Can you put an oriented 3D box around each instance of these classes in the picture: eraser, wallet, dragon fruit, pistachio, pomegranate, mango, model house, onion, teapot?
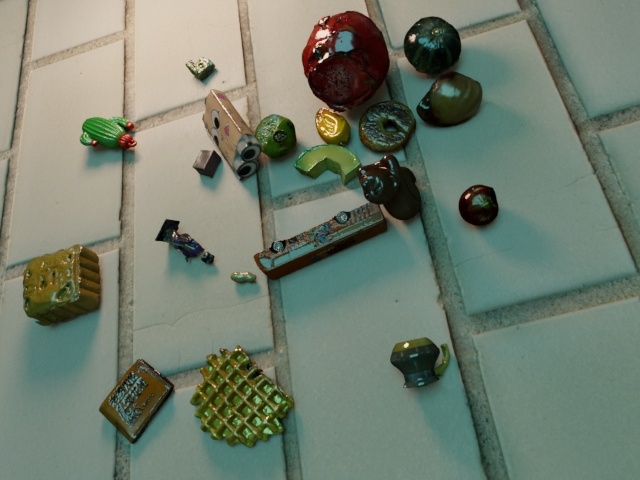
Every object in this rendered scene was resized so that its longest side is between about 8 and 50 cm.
[{"bbox_3d":[-0.304,-0.363,1.877,0.087,0.171,0.290,-17,57,-31],"label":"eraser"},{"bbox_3d":[-0.541,0.463,1.621,0.161,0.042,0.195,31,77,25],"label":"wallet"},{"bbox_3d":[0.079,-0.581,1.786,0.296,0.295,0.301,-17,43,7],"label":"dragon fruit"},{"bbox_3d":[0.402,-0.440,1.735,0.210,0.130,0.165,-22,102,4],"label":"pistachio"},{"bbox_3d":[-0.135,-0.337,1.827,0.169,0.122,0.143,27,84,53],"label":"pomegranate"},{"bbox_3d":[0.038,-0.375,1.835,0.101,0.066,0.187,-39,57,5],"label":"mango"},{"bbox_3d":[-0.455,-0.663,2.101,0.083,0.066,0.079,-45,64,-9],"label":"model house"},{"bbox_3d":[0.445,-0.098,1.569,0.119,0.118,0.117,-23,77,4],"label":"onion"},{"bbox_3d":[0.264,0.314,1.433,0.166,0.130,0.119,-7,77,-22],"label":"teapot"}]

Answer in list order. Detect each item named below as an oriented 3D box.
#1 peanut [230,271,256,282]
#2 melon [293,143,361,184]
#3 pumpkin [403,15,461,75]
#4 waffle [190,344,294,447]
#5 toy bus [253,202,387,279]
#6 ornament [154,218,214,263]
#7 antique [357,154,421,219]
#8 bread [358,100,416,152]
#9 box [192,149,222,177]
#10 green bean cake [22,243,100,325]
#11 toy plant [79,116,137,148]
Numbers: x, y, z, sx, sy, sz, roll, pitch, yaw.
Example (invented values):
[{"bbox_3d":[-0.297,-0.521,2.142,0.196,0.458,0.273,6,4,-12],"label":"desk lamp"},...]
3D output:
[{"bbox_3d":[-0.236,0.112,1.702,0.083,0.037,0.037,-2,66,17],"label":"peanut"},{"bbox_3d":[0.031,-0.244,1.778,0.209,0.064,0.118,19,72,20],"label":"melon"},{"bbox_3d":[0.367,-0.639,1.816,0.190,0.146,0.190,-5,64,11],"label":"pumpkin"},{"bbox_3d":[-0.224,0.426,1.539,0.309,0.065,0.283,-6,65,12],"label":"waffle"},{"bbox_3d":[0.000,0.000,1.657,0.409,0.093,0.092,-24,65,5],"label":"toy bus"},{"bbox_3d":[-0.430,0.023,1.777,0.203,0.088,0.081,38,100,15],"label":"ornament"},{"bbox_3d":[0.201,-0.142,1.583,0.121,0.257,0.143,-21,65,26],"label":"antique"},{"bbox_3d":[0.212,-0.367,1.785,0.193,0.064,0.193,-3,69,8],"label":"bread"},{"bbox_3d":[-0.393,-0.268,1.909,0.063,0.060,0.084,13,70,29],"label":"box"},{"bbox_3d":[-0.843,0.143,1.802,0.224,0.131,0.229,-18,62,8],"label":"green bean cake"},{"bbox_3d":[-0.779,-0.404,2.063,0.240,0.088,0.154,2,52,8],"label":"toy plant"}]
